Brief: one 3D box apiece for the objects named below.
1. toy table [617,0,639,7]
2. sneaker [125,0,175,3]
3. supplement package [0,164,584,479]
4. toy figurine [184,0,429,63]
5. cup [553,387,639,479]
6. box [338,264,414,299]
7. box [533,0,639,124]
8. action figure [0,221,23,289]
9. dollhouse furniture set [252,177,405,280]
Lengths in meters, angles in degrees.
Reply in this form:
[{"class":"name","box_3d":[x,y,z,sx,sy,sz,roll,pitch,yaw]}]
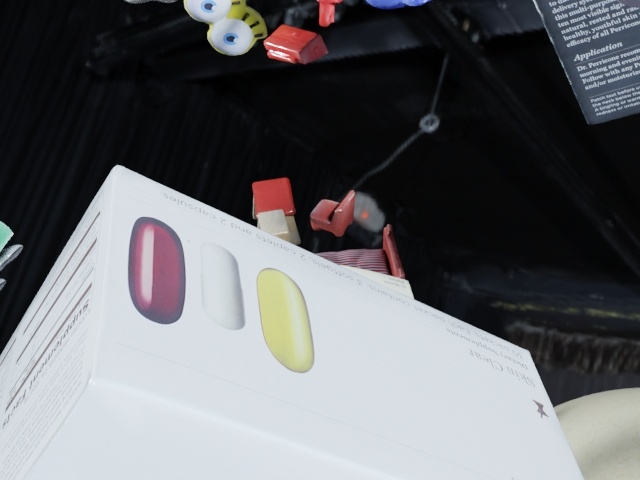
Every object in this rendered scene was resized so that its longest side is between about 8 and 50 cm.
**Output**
[{"class":"toy table","box_3d":[0.331,-0.238,0.581,0.274,0.161,0.252,11,9,36]},{"class":"sneaker","box_3d":[-0.204,-0.432,1.365,0.163,0.226,0.086,-29,-77,23]},{"class":"supplement package","box_3d":[-0.032,0.125,0.453,0.261,0.145,0.204,24,-60,-24]},{"class":"toy figurine","box_3d":[0.011,-0.255,0.488,0.217,0.191,0.363,26,-29,43]},{"class":"cup","box_3d":[0.323,0.266,0.771,0.331,0.331,0.237,16,-24,0]},{"class":"box","box_3d":[0.070,0.163,1.066,0.113,0.275,0.094,12,-51,-25]},{"class":"box","box_3d":[0.495,-0.540,1.476,0.297,0.480,0.472,-14,-46,26]},{"class":"action figure","box_3d":[-0.383,-0.036,0.823,0.232,0.063,0.137,38,-60,0]},{"class":"dollhouse furniture set","box_3d":[0.000,0.000,1.422,0.201,0.374,0.152,-8,-50,-4]}]
